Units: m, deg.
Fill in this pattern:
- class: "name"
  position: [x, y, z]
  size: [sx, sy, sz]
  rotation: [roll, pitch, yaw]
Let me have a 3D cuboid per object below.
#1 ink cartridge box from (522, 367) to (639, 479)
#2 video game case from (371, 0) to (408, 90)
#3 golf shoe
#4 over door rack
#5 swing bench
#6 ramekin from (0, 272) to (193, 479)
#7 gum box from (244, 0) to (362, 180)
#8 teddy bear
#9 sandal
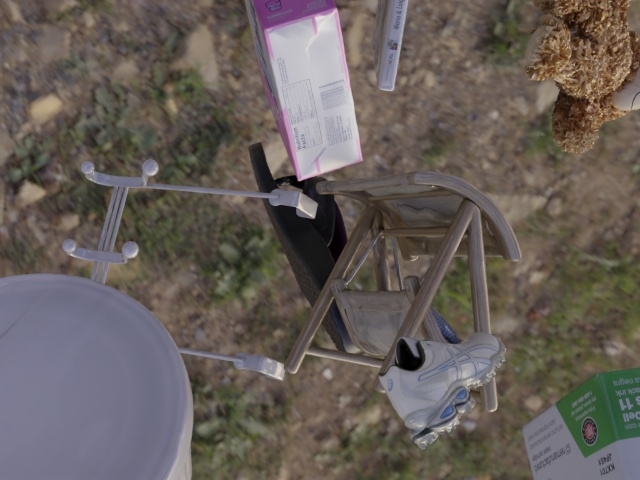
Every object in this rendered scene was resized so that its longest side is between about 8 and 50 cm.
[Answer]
- class: "ink cartridge box"
  position: [0.228, 0.208, 0.955]
  size: [0.087, 0.153, 0.208]
  rotation: [-5, 68, -17]
- class: "video game case"
  position: [0.070, -0.236, 1.327]
  size: [0.019, 0.157, 0.143]
  rotation: [7, 112, -4]
- class: "golf shoe"
  position: [0.111, 0.111, 1.239]
  size: [0.086, 0.176, 0.069]
  rotation: [48, 121, 1]
- class: "over door rack"
  position: [-0.186, 0.028, 1.733]
  size: [0.324, 0.108, 0.239]
  rotation: [9, 79, 17]
- class: "swing bench"
  position: [0.099, 0.054, 1.601]
  size: [0.165, 0.253, 0.255]
  rotation: [13, 85, -24]
- class: "ramekin"
  position: [-0.219, 0.165, 1.008]
  size: [0.273, 0.273, 0.127]
  rotation: [-24, 141, -13]
- class: "gum box"
  position: [-0.017, -0.150, 1.154]
  size: [0.062, 0.107, 0.188]
  rotation: [-17, 140, -5]
- class: "teddy bear"
  position: [0.365, -0.246, 1.806]
  size: [0.338, 0.113, 0.245]
  rotation: [54, 49, -49]
- class: "sandal"
  position: [0.001, 0.003, 2.017]
  size: [0.107, 0.446, 0.167]
  rotation: [-23, 135, -7]
